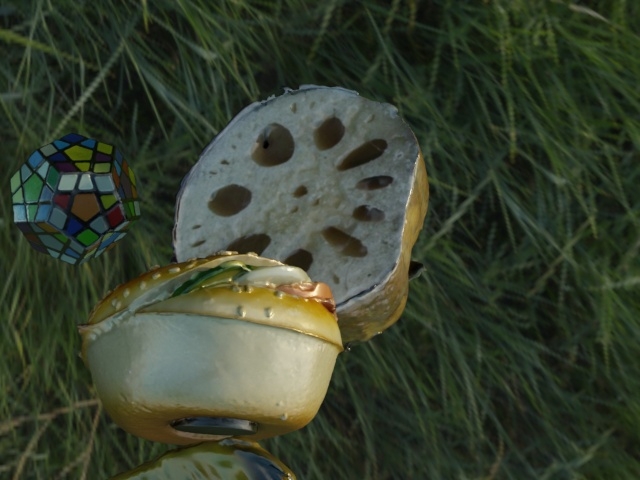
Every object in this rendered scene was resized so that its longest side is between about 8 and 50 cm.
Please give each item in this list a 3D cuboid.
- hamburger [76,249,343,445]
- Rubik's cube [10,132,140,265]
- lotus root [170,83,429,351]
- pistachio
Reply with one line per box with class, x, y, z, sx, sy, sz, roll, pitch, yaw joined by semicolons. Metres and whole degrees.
hamburger;-0.091;0.096;1.049;0.236;0.147;0.237;-1;159;0
Rubik's cube;-0.246;-0.041;1.231;0.133;0.133;0.112;-38;86;5
lotus root;0.000;0.000;1.236;0.272;0.272;0.192;-32;141;2
pistachio;-0.072;0.164;0.724;0.173;0.049;0.089;-25;91;34
